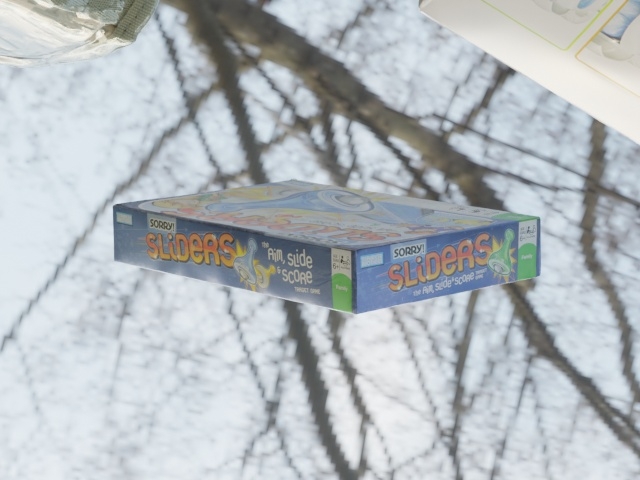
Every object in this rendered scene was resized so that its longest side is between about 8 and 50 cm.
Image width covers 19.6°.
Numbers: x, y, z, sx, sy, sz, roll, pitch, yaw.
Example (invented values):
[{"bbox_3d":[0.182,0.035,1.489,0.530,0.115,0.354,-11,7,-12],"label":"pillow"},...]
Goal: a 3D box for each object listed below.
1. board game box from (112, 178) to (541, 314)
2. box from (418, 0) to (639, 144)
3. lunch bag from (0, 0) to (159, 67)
[{"bbox_3d":[0.000,0.000,1.005,0.201,0.136,0.035,10,-75,47],"label":"board game box"},{"bbox_3d":[0.154,-0.087,0.604,0.103,0.203,0.114,-50,-169,55],"label":"box"},{"bbox_3d":[-0.219,-0.199,0.900,0.169,0.235,0.287,-55,-144,20],"label":"lunch bag"}]
